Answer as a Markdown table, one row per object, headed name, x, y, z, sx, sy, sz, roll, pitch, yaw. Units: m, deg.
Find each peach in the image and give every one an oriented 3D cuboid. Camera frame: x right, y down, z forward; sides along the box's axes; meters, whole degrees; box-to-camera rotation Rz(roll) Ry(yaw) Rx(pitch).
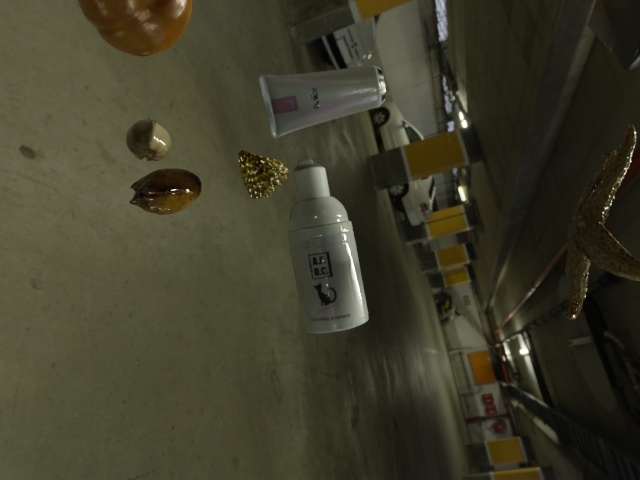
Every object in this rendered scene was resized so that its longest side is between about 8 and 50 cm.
| name | x | y | z | sx | sy | sz | roll | pitch | yaw |
| --- | --- | --- | --- | --- | --- | --- | --- | --- | --- |
| peach | -0.234 | -0.314 | 0.546 | 0.138 | 0.138 | 0.138 | -15 | 90 | -75 |

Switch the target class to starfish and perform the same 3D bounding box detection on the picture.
| name | x | y | z | sx | sy | sz | roll | pitch | yaw |
| --- | --- | --- | --- | --- | --- | --- | --- | --- | --- |
| starfish | 0.513 | -0.014 | 0.790 | 0.327 | 0.095 | 0.375 | -64 | 159 | -57 |

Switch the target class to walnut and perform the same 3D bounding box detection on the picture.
| name | x | y | z | sx | sy | sz | roll | pitch | yaw |
| --- | --- | --- | --- | --- | --- | --- | --- | --- | --- |
| walnut | -0.460 | -0.147 | 1.292 | 0.245 | 0.137 | 0.137 | -33 | 109 | -51 |

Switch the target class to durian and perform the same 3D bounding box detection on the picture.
| name | x | y | z | sx | sy | sz | roll | pitch | yaw |
| --- | --- | --- | --- | --- | --- | --- | --- | --- | --- |
| durian | -0.193 | -0.212 | 1.384 | 0.132 | 0.165 | 0.182 | 43 | -30 | 17 |

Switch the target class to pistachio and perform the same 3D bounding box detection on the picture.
| name | x | y | z | sx | sy | sz | roll | pitch | yaw |
| --- | --- | --- | --- | --- | --- | --- | --- | --- | --- |
| pistachio | -0.484 | -0.289 | 1.212 | 0.124 | 0.125 | 0.185 | 62 | -3 | -41 |

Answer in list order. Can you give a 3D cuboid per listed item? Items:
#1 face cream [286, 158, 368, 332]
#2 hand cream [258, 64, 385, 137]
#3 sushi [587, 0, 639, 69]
| name | x | y | z | sx | sy | sz | roll | pitch | yaw |
| --- | --- | --- | --- | --- | --- | --- | --- | --- | --- |
| face cream | 0.000 | 0.000 | 0.915 | 0.145 | 0.146 | 0.369 | -16 | 95 | -75 |
| hand cream | 0.008 | -0.429 | 1.274 | 0.118 | 0.359 | 0.185 | -93 | 172 | -64 |
| sushi | 0.478 | -0.313 | 0.480 | 0.215 | 0.213 | 0.227 | -70 | 175 | -48 |
